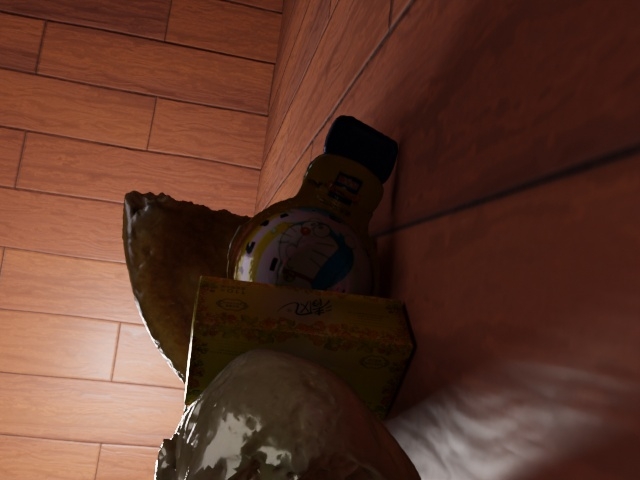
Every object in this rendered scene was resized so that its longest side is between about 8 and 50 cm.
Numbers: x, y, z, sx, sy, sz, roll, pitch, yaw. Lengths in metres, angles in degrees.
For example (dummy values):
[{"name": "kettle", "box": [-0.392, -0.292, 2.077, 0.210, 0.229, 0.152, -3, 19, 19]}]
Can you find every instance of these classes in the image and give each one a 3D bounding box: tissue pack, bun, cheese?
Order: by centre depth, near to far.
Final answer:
[{"name": "bun", "box": [-0.032, 0.190, 0.408, 0.116, 0.210, 0.237, -32, -25, -43]}, {"name": "tissue pack", "box": [-0.022, 0.094, 0.502, 0.062, 0.176, 0.095, -98, 20, -55]}, {"name": "cheese", "box": [0.000, 0.000, 0.568, 0.250, 0.156, 0.064, -69, 17, -10]}]

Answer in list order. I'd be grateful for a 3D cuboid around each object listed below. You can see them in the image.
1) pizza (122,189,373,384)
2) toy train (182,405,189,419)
[{"name": "pizza", "box": [-0.094, 0.091, 0.639, 0.087, 0.268, 0.258, -144, 66, -68]}, {"name": "toy train", "box": [-0.087, 0.172, 0.841, 0.249, 0.173, 0.307, -153, 71, -86]}]
